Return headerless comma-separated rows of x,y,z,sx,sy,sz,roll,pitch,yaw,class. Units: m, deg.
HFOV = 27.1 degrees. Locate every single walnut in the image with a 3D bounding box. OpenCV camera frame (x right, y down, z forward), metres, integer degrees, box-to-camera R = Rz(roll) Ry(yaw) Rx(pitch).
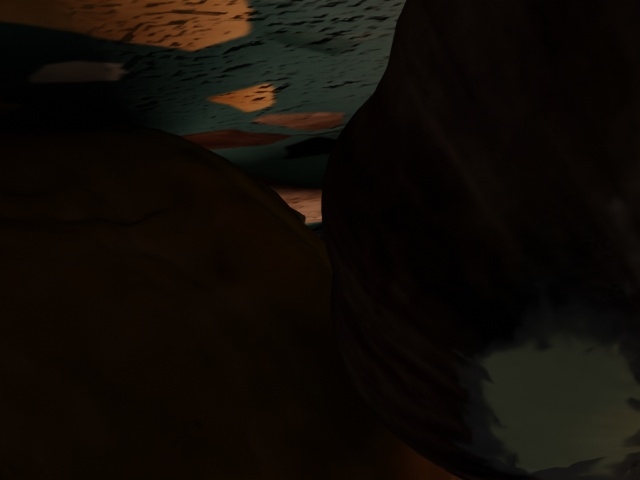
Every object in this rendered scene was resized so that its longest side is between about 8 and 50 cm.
-0.087,0.102,0.547,0.344,0.306,0.306,37,-166,26,walnut

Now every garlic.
0.117,0.010,0.384,0.245,0.160,0.245,-3,132,-3,garlic

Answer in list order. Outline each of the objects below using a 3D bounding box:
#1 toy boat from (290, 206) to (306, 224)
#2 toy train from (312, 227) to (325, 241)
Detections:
-0.039,0.012,0.832,0.078,0.085,0.260,27,-176,3,toy boat
0.000,0.000,0.976,0.083,0.017,0.017,-12,168,40,toy train
